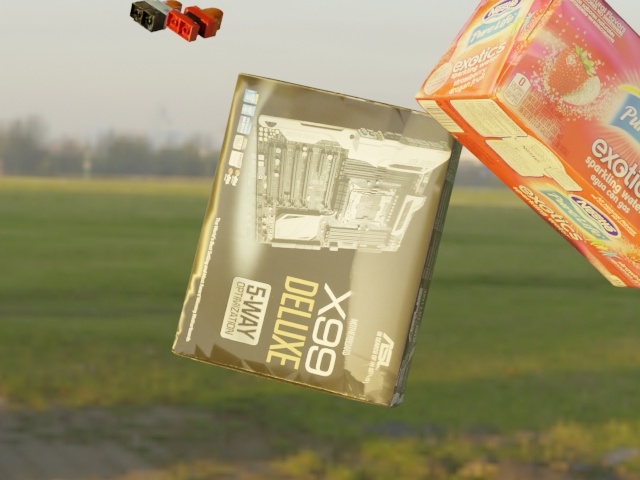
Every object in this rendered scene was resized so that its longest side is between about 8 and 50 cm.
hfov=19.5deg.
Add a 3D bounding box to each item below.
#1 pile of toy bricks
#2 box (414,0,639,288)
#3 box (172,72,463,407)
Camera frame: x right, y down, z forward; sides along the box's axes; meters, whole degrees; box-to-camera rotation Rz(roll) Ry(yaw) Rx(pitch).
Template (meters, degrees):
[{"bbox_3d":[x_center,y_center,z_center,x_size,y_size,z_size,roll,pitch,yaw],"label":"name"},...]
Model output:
[{"bbox_3d":[-0.129,-0.264,1.659,0.105,0.118,0.212,-19,45,-43],"label":"pile of toy bricks"},{"bbox_3d":[0.219,-0.079,1.465,0.257,0.123,0.128,41,-14,-22],"label":"box"},{"bbox_3d":[0.000,0.000,1.957,0.242,0.307,0.076,14,-1,12],"label":"box"}]
